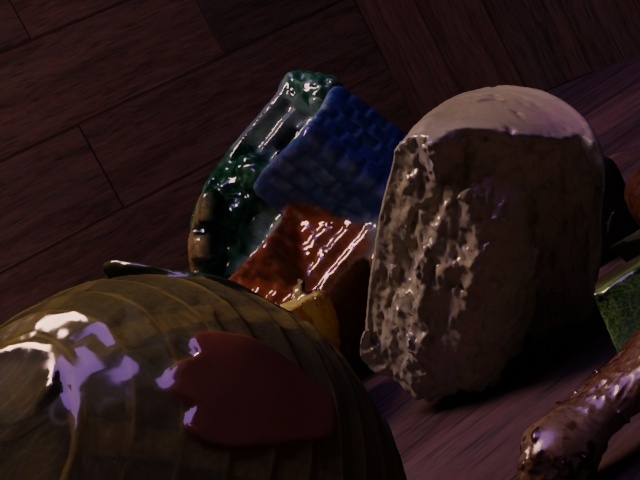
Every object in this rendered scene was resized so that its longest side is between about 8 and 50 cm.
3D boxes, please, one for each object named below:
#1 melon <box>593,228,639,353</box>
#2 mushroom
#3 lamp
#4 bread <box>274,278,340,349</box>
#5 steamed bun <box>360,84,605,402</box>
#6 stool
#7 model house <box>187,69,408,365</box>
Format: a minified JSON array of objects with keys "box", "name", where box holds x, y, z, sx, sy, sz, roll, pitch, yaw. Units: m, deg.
[{"box":[0.265,0.019,0.835,0.118,0.064,0.209,-31,2,20],"name":"melon"},{"box":[0.190,0.058,0.646,0.217,0.148,0.227,-43,0,6],"name":"mushroom"},{"box":[-0.070,0.152,0.550,0.250,0.284,0.250,-15,53,22],"name":"lamp"},{"box":[-0.096,0.143,1.023,0.261,0.147,0.160,-21,-1,22],"name":"bread"},{"box":[0.137,-0.004,0.876,0.170,0.225,0.200,21,45,22],"name":"steamed bun"},{"box":[0.208,-0.034,1.140,0.228,0.139,0.153,-18,10,43],"name":"stool"},{"box":[0.000,0.000,1.158,0.295,0.252,0.329,-49,11,1],"name":"model house"}]
